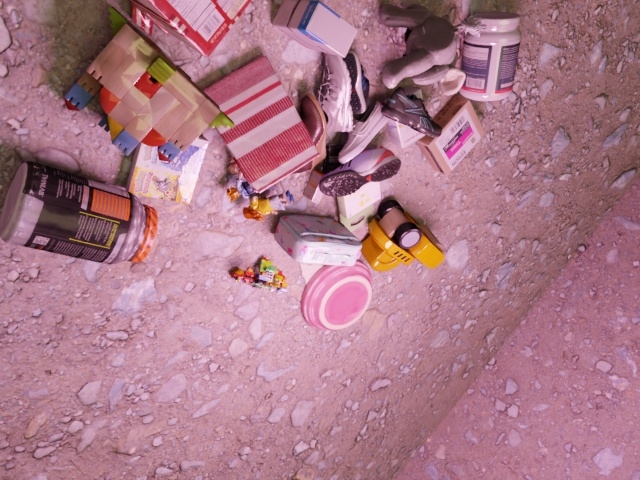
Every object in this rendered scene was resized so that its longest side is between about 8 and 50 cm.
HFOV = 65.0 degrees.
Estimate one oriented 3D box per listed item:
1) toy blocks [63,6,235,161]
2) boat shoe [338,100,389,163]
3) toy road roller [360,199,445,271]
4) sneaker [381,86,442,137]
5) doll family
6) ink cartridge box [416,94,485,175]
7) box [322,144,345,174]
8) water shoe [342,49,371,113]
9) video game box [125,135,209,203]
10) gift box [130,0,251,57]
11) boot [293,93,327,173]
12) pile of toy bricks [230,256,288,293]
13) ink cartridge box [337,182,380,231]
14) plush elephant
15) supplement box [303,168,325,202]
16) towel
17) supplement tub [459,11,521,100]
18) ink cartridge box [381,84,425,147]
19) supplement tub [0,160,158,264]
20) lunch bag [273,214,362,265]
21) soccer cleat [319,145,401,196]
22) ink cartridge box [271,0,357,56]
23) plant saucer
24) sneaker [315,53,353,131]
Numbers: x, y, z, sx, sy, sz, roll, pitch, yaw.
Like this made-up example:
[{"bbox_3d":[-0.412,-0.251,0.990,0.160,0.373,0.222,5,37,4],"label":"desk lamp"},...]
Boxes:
[{"bbox_3d":[-0.446,-0.335,1.257,0.261,0.191,0.381,-45,117,8],"label":"toy blocks"},{"bbox_3d":[0.131,-0.367,1.695,0.084,0.095,0.258,46,68,-17],"label":"boat shoe"},{"bbox_3d":[0.306,0.019,1.984,0.240,0.203,0.329,-45,133,16],"label":"toy road roller"},{"bbox_3d":[0.327,-0.425,1.691,0.267,0.101,0.106,14,105,-38],"label":"sneaker"},{"bbox_3d":[-0.201,-0.148,1.565,0.163,0.119,0.263,-17,131,14],"label":"doll family"},{"bbox_3d":[0.501,-0.401,1.930,0.235,0.088,0.193,-49,131,-1],"label":"ink cartridge box"},{"bbox_3d":[0.061,-0.253,1.759,0.115,0.029,0.162,-8,120,-31],"label":"box"},{"bbox_3d":[0.116,-0.518,1.628,0.080,0.072,0.203,-46,137,-41],"label":"water shoe"},{"bbox_3d":[-0.437,-0.217,1.434,0.186,0.048,0.205,9,110,-35],"label":"video game box"},{"bbox_3d":[-0.326,-0.593,1.155,0.255,0.258,0.276,-49,152,-2],"label":"gift box"},{"bbox_3d":[-0.083,-0.317,1.582,0.206,0.090,0.249,-27,132,-21],"label":"boot"},{"bbox_3d":[-0.196,0.112,1.767,0.212,0.118,0.105,19,73,-30],"label":"pile of toy bricks"},{"bbox_3d":[0.145,-0.129,1.850,0.171,0.056,0.235,-32,133,-24],"label":"ink cartridge box"},{"bbox_3d":[0.350,-0.605,1.626,0.329,0.272,0.255,-10,169,8],"label":"plush elephant"},{"bbox_3d":[-0.014,-0.186,1.726,0.036,0.062,0.099,12,110,-39],"label":"supplement box"},{"bbox_3d":[-0.175,-0.334,1.462,0.237,0.037,0.329,-33,105,-12],"label":"towel"},{"bbox_3d":[0.599,-0.650,1.777,0.191,0.191,0.273,-19,126,-24],"label":"supplement tub"},{"bbox_3d":[0.302,-0.438,1.782,0.127,0.072,0.175,-33,130,-14],"label":"ink cartridge box"},{"bbox_3d":[-0.615,-0.057,1.302,0.337,0.207,0.207,19,105,-39],"label":"supplement tub"},{"bbox_3d":[0.000,0.000,1.738,0.279,0.224,0.108,3,115,-34],"label":"lunch bag"},{"bbox_3d":[0.121,-0.241,1.724,0.318,0.116,0.109,-21,144,-21],"label":"soccer cleat"},{"bbox_3d":[-0.020,-0.590,1.390,0.148,0.203,0.086,18,103,-40],"label":"ink cartridge box"},{"bbox_3d":[0.084,0.234,2.028,0.331,0.084,0.333,-16,124,-26],"label":"plant saucer"},{"bbox_3d":[0.034,-0.461,1.564,0.115,0.105,0.282,-13,123,-5],"label":"sneaker"}]
